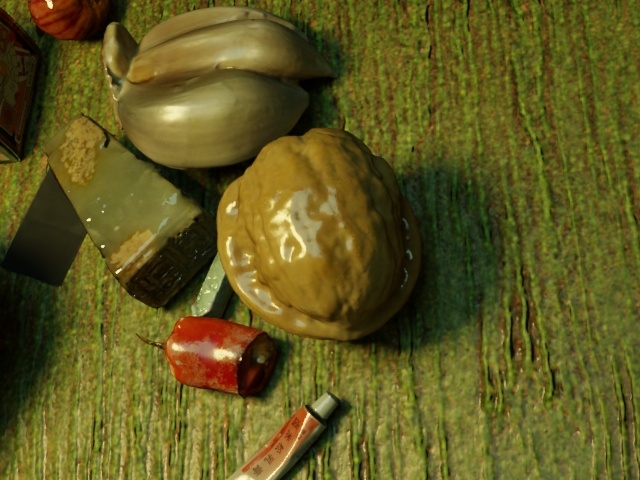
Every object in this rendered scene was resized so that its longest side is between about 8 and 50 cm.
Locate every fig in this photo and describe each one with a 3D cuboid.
[{"bbox_3d":[-0.389,-0.368,1.737,0.128,0.128,0.150,-50,20,-5],"label":"fig"}]

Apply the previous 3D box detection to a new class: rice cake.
[{"bbox_3d":[-0.112,0.016,1.491,0.034,0.043,0.211,15,73,31],"label":"rice cake"}]

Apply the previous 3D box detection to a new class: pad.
[{"bbox_3d":[-0.382,-0.033,1.640,0.116,0.004,0.193,16,73,25],"label":"pad"}]

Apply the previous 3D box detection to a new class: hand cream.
[{"bbox_3d":[-0.059,0.265,1.367,0.216,0.038,0.052,-46,32,1],"label":"hand cream"}]

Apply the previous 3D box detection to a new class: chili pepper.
[{"bbox_3d":[-0.156,0.140,1.431,0.192,0.084,0.086,11,39,23],"label":"chili pepper"}]

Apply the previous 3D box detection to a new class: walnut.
[{"bbox_3d":[0.000,0.000,1.349,0.257,0.224,0.257,2,68,-5],"label":"walnut"}]

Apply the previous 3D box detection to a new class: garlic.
[{"bbox_3d":[-0.152,-0.217,1.537,0.325,0.132,0.279,-1,56,14],"label":"garlic"}]

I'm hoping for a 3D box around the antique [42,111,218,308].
[{"bbox_3d":[-0.269,-0.058,1.536,0.150,0.125,0.284,-43,60,-3],"label":"antique"}]

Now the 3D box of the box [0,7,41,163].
[{"bbox_3d":[-0.534,-0.236,1.692,0.148,0.177,0.195,-4,66,21],"label":"box"}]
